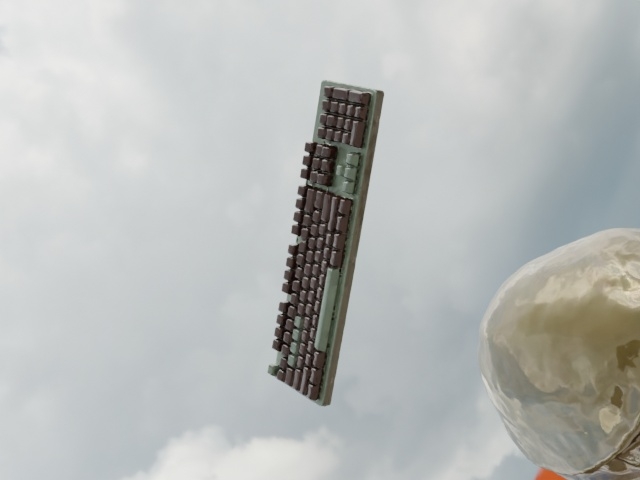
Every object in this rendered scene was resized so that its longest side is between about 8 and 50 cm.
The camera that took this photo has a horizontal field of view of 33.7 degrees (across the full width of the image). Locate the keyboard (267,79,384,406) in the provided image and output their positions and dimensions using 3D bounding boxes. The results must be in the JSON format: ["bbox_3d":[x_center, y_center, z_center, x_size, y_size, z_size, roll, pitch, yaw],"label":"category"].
[{"bbox_3d":[0.000,0.000,0.556,0.017,0.055,0.166,4,-79,-30],"label":"keyboard"}]

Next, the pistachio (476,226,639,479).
[{"bbox_3d":[0.208,0.081,0.753,0.293,0.162,0.181,154,134,-67],"label":"pistachio"}]
